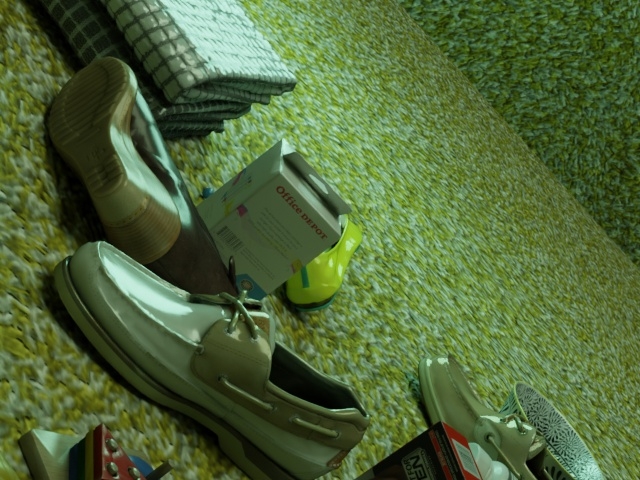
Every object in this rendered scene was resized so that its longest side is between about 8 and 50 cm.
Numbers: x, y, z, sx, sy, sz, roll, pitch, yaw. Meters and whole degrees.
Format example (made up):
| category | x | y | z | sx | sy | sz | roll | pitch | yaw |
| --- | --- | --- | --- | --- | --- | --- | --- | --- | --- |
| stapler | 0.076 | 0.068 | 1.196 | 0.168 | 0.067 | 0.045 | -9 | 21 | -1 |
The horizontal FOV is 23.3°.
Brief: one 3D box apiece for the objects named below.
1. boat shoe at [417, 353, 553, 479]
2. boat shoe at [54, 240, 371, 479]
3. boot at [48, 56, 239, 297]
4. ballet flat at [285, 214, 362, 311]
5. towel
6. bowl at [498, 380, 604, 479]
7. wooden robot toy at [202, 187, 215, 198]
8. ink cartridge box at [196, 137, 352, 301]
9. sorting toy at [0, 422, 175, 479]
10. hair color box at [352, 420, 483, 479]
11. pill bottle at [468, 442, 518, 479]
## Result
| category | x | y | z | sx | sy | sz | roll | pitch | yaw |
| --- | --- | --- | --- | --- | --- | --- | --- | --- | --- |
| boat shoe | 0.214 | 0.245 | 1.755 | 0.109 | 0.098 | 0.302 | 23 | 33 | -60 |
| boat shoe | -0.082 | 0.089 | 1.261 | 0.302 | 0.103 | 0.113 | 42 | 19 | -31 |
| boot | -0.154 | -0.035 | 1.413 | 0.207 | 0.090 | 0.248 | 55 | 10 | -38 |
| ballet flat | 0.000 | 0.000 | 1.702 | 0.231 | 0.077 | 0.077 | -71 | 148 | -68 |
| towel | -0.175 | -0.223 | 1.646 | 0.235 | 0.121 | 0.283 | 53 | 18 | 8 |
| bowl | 0.261 | 0.261 | 1.878 | 0.170 | 0.080 | 0.170 | 44 | 16 | -16 |
| wooden robot toy | -0.054 | -0.039 | 1.650 | 0.076 | 0.079 | 0.173 | 57 | 17 | 15 |
| ink cartridge box | -0.047 | -0.022 | 1.515 | 0.092 | 0.143 | 0.090 | 47 | 17 | -20 |
| sorting toy | -0.129 | 0.182 | 1.041 | 0.274 | 0.046 | 0.132 | 26 | 31 | -57 |
| hair color box | 0.069 | 0.224 | 1.323 | 0.043 | 0.141 | 0.072 | 38 | 22 | -41 |
| pill bottle | 0.183 | 0.282 | 1.631 | 0.137 | 0.078 | 0.078 | 48 | 17 | -15 |
